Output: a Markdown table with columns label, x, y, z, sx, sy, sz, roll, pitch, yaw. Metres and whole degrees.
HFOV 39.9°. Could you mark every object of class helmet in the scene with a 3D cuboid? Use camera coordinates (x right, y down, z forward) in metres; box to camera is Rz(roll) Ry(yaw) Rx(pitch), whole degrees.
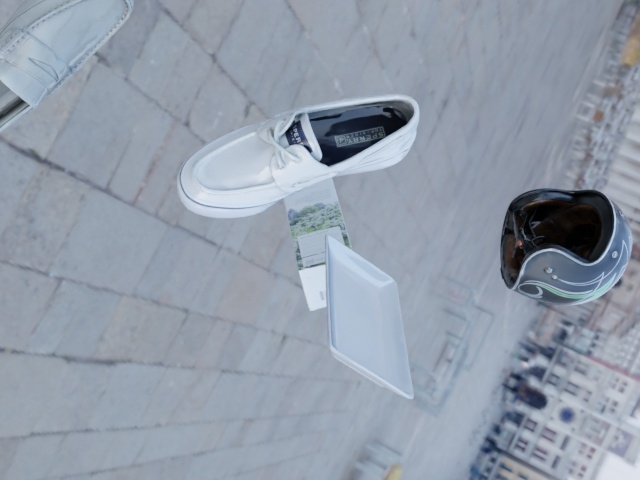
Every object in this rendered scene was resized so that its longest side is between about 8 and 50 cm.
| label | x | y | z | sx | sy | sz | roll | pitch | yaw |
| --- | --- | --- | --- | --- | --- | --- | --- | --- | --- |
| helmet | 0.344 | 0.010 | 1.222 | 0.169 | 0.162 | 0.169 | -178 | -90 | -86 |

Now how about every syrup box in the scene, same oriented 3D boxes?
| label | x | y | z | sx | sy | sz | roll | pitch | yaw |
| --- | --- | --- | --- | --- | --- | --- | --- | --- | --- |
| syrup box | 0.000 | 0.000 | 1.498 | 0.236 | 0.093 | 0.096 | -104 | 180 | -52 |

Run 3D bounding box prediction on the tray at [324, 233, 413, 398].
| label | x | y | z | sx | sy | sz | roll | pitch | yaw |
| --- | --- | --- | --- | --- | --- | --- | --- | --- | --- |
| tray | 0.057 | 0.105 | 1.238 | 0.030 | 0.145 | 0.270 | -47 | -158 | 25 |

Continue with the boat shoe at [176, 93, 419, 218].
| label | x | y | z | sx | sy | sz | roll | pitch | yaw |
| --- | --- | --- | --- | --- | --- | --- | --- | --- | --- |
| boat shoe | -0.023 | -0.098 | 0.892 | 0.258 | 0.095 | 0.084 | -21 | 167 | -11 |

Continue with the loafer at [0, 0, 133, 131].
| label | x | y | z | sx | sy | sz | roll | pitch | yaw |
| --- | --- | --- | --- | --- | --- | --- | --- | --- | --- |
| loafer | -0.356 | -0.210 | 1.076 | 0.319 | 0.111 | 0.112 | -34 | 146 | 13 |
